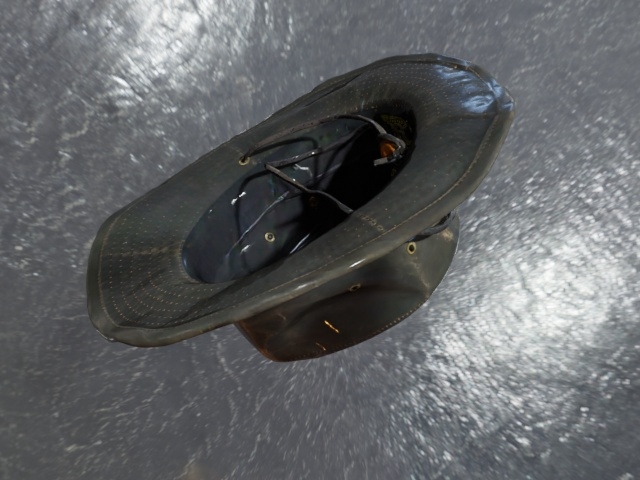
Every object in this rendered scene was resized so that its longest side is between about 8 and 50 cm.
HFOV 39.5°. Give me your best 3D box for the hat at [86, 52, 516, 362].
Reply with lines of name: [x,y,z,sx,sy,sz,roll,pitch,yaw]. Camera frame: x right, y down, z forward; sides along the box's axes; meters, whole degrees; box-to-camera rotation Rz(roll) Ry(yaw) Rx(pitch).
hat: [0.000,0.000,0.652,0.331,0.331,0.134,-29,119,-2]
